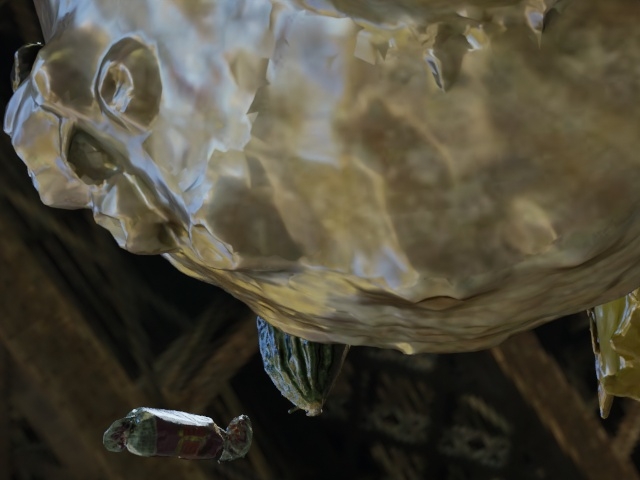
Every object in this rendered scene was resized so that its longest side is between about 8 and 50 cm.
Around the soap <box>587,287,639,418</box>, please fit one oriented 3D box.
[{"bbox_3d":[0.235,-0.077,0.847,0.169,0.304,0.339,1,-108,-10],"label":"soap"}]

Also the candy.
[{"bbox_3d":[-0.127,0.171,1.577,0.175,0.043,0.045,12,-90,-49],"label":"candy"}]

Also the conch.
[{"bbox_3d":[0.004,-0.112,0.553,0.210,0.352,0.297,9,-99,-17],"label":"conch"}]

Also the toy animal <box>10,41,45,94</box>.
[{"bbox_3d":[-0.083,-0.156,0.821,0.233,0.084,0.148,-58,-34,-38],"label":"toy animal"}]

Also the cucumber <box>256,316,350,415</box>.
[{"bbox_3d":[-0.001,0.001,1.243,0.077,0.077,0.265,35,-128,-30],"label":"cucumber"}]
